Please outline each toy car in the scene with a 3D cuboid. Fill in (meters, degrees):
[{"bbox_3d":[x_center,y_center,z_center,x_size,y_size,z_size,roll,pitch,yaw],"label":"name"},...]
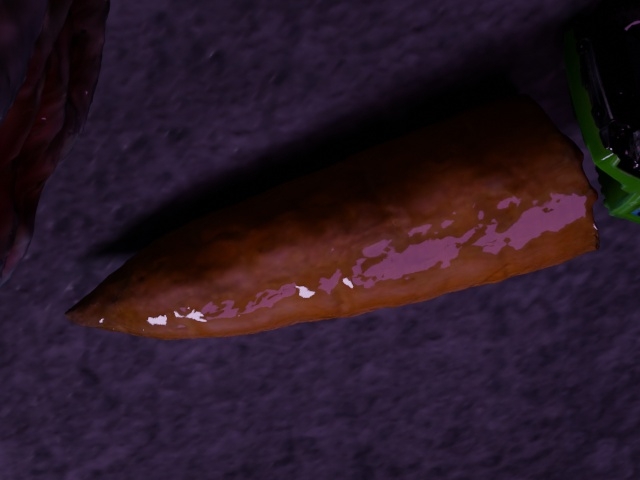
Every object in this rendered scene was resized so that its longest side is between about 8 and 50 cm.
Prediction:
[{"bbox_3d":[0.151,-0.036,0.751,0.165,0.071,0.062,17,142,-41],"label":"toy car"}]

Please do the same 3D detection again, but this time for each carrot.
[{"bbox_3d":[0.000,0.000,0.723,0.205,0.072,0.072,-16,143,-1],"label":"carrot"}]

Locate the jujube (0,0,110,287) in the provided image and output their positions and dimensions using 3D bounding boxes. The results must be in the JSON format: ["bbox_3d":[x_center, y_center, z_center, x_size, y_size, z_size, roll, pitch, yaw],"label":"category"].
[{"bbox_3d":[-0.151,-0.055,0.399,0.226,0.226,0.317,-26,-179,5],"label":"jujube"}]
